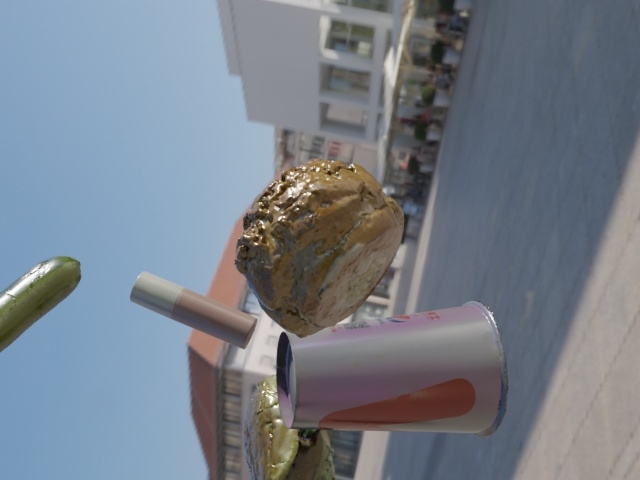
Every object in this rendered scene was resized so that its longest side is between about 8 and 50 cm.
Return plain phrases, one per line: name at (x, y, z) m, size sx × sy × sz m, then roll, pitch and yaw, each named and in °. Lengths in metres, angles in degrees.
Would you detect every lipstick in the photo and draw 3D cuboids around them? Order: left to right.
lipstick at (-0.258, 0.142, 1.701) m, size 0.070 × 0.254 × 0.070 m, roll 22°, pitch -90°, yaw -86°

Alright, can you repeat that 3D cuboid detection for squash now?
squash at (-0.538, 0.133, 1.430) m, size 0.331 × 0.087 × 0.087 m, roll -48°, pitch -25°, yaw -41°

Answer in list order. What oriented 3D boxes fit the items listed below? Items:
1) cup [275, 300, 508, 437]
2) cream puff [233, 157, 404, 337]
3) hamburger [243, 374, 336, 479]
cup at (0.090, 0.188, 1.174) m, size 0.203 × 0.288 × 0.203 m, roll 180°, pitch 90°, yaw -76°
cream puff at (-0.005, 0.000, 0.620) m, size 0.126 × 0.103 × 0.144 m, roll -44°, pitch -17°, yaw -14°
hamburger at (-0.059, 0.376, 1.411) m, size 0.265 × 0.134 × 0.285 m, roll 107°, pitch 160°, yaw -45°
